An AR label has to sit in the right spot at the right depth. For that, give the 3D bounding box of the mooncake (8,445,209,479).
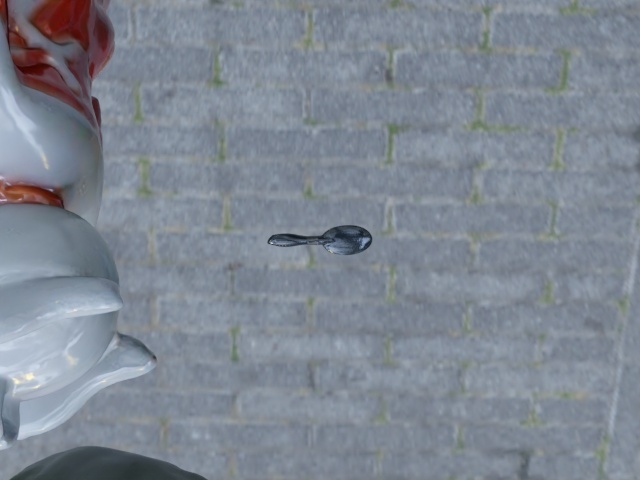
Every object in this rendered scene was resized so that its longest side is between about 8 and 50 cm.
[{"bbox_3d":[-0.213,0.386,1.308,0.356,0.194,0.357,6,110,17],"label":"mooncake"}]

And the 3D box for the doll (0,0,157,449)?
[{"bbox_3d":[-0.136,-0.076,0.624,0.099,0.384,0.188,-11,143,5],"label":"doll"}]

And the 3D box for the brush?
[{"bbox_3d":[0.000,0.000,0.992,0.083,0.008,0.024,-1,110,-21],"label":"brush"}]
